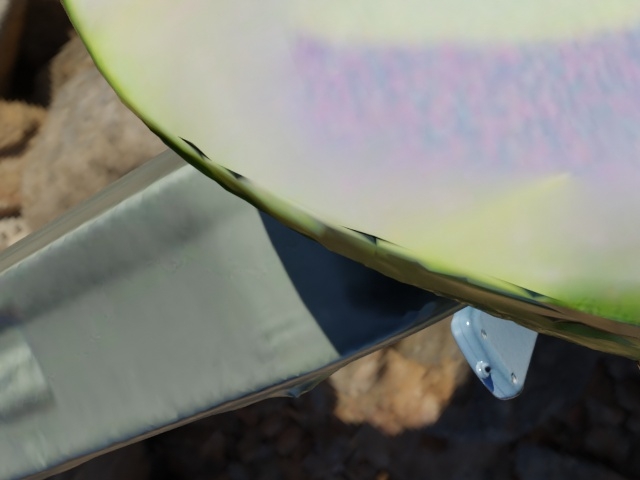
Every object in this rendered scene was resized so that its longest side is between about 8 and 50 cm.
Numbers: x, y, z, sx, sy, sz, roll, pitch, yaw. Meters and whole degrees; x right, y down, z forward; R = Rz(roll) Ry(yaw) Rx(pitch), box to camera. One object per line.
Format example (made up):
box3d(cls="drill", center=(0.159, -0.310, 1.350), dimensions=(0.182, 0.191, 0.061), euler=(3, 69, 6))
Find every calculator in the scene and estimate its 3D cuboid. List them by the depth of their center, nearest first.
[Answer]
box3d(cls="calculator", center=(0.201, 0.089, 1.830), dimensions=(0.039, 0.210, 0.121), euler=(-25, 113, 31))

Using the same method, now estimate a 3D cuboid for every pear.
box3d(cls="pear", center=(0.132, -0.113, 0.463), dimensions=(0.399, 0.399, 0.165), euler=(15, 155, 27))

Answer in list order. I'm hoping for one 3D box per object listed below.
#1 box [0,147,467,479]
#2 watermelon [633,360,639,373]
box3d(cls="box", center=(-0.001, -0.001, 0.776), dimensions=(0.396, 0.396, 0.111), euler=(-25, 88, 44))
box3d(cls="watermelon", center=(0.339, 0.037, 1.143), dimensions=(0.269, 0.269, 0.269), euler=(20, 132, 24))
